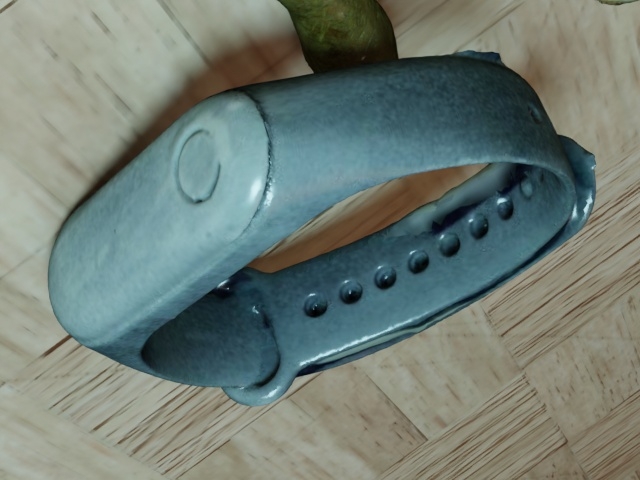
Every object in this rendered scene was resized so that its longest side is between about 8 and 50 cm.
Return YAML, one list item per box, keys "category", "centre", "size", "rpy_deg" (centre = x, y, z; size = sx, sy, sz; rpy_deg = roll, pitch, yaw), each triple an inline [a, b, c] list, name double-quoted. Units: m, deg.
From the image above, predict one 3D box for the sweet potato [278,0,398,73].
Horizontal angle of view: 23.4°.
- category: "sweet potato"
  centre: [0.001, -0.083, 0.578]
  size: [0.041, 0.038, 0.153]
  rpy_deg: [-61, 148, 0]

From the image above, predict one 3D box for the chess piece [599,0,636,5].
- category: "chess piece"
  centre: [0.120, -0.156, 0.574]
  size: [0.066, 0.066, 0.122]
  rpy_deg: [-18, 142, -31]

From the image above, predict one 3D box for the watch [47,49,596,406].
- category: "watch"
  centre: [0.000, 0.000, 0.632]
  size: [0.193, 0.068, 0.206]
  rpy_deg: [4, 148, -40]
